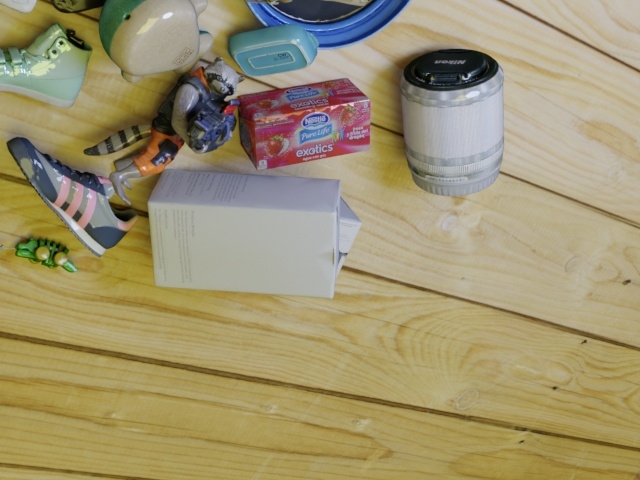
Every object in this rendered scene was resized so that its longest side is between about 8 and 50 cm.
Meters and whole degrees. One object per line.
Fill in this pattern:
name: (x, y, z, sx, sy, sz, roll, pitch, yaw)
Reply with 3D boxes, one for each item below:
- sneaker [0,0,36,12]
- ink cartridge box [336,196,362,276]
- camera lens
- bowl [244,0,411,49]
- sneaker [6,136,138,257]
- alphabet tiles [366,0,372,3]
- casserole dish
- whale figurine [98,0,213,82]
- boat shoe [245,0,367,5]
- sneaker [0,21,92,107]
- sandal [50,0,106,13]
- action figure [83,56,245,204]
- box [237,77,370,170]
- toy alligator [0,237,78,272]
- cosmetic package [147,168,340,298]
sneaker: (-0.459, -0.510, 1.508, 0.365, 0.137, 0.210, -6, 123, -14)
ink cartridge box: (0.000, 0.000, 2.028, 0.082, 0.140, 0.191, 9, 117, -30)
camera lens: (0.288, -0.263, 1.937, 0.219, 0.219, 0.274, -18, 126, -13)
bowl: (0.019, -0.564, 1.706, 0.391, 0.077, 0.391, -10, 125, -14)
sneaker: (-0.487, -0.110, 1.772, 0.131, 0.112, 0.319, -38, 134, -5)
alphabet tiles: (0.119, -0.593, 1.786, 0.237, 0.009, 0.198, -30, 128, -4)
casserole dish: (-0.095, -0.368, 1.753, 0.188, 0.037, 0.114, -6, 151, 21)
whale figurine: (-0.301, -0.389, 1.639, 0.216, 0.141, 0.272, -45, 168, 12)
boat shoe: (-0.037, -0.467, 1.636, 0.285, 0.104, 0.089, -7, 122, -17)
sneaker: (-0.539, -0.343, 1.599, 0.256, 0.094, 0.151, 11, 121, -40)
sandal: (-0.365, -0.468, 1.621, 0.254, 0.054, 0.097, -23, 127, -9)
action figure: (-0.283, -0.221, 1.702, 0.330, 0.341, 0.178, -44, 93, 1)
box: (-0.034, -0.246, 1.863, 0.256, 0.128, 0.123, -12, 124, -16)
toy alligator: (-0.586, 0.018, 1.840, 0.189, 0.056, 0.051, 21, 68, -31)
cosmetic package: (-0.151, -0.015, 1.854, 0.385, 0.156, 0.217, 4, 122, 1)
